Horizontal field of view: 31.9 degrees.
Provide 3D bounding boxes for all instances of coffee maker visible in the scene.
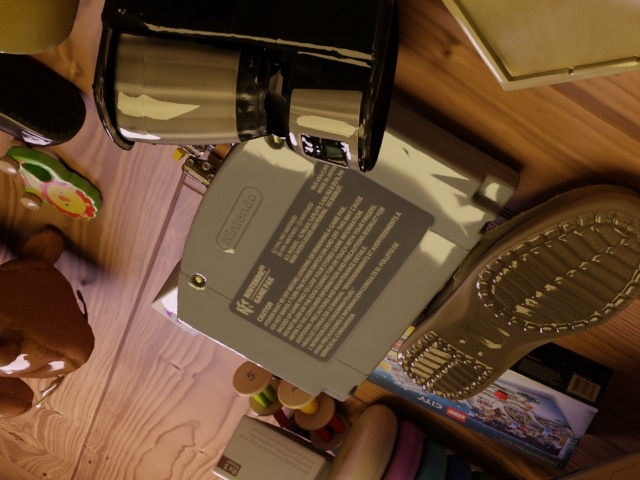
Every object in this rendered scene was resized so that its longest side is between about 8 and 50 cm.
[{"bbox_3d":[-0.041,-0.135,0.718,0.178,0.171,0.120,5,-174,6],"label":"coffee maker"}]

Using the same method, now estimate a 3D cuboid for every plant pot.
[{"bbox_3d":[-0.224,-0.213,0.796,0.134,0.134,0.095,33,128,-5],"label":"plant pot"}]

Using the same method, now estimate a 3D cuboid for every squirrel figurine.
[{"bbox_3d":[-0.482,0.079,1.377,0.371,0.281,0.397,-7,137,41],"label":"squirrel figurine"}]

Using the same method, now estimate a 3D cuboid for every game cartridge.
[{"bbox_3d":[0.000,0.000,0.896,0.198,0.062,0.297,33,133,-1],"label":"game cartridge"}]

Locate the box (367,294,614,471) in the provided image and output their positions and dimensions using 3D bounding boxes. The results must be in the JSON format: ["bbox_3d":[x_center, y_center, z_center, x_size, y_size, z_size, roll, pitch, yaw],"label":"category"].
[{"bbox_3d":[0.146,0.126,1.068,0.233,0.044,0.159,24,152,13],"label":"box"}]

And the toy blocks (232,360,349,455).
[{"bbox_3d":[-0.028,0.212,1.373,0.123,0.054,0.148,9,146,34],"label":"toy blocks"}]

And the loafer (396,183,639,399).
[{"bbox_3d":[0.153,0.028,0.856,0.102,0.092,0.268,35,136,-13],"label":"loafer"}]

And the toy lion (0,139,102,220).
[{"bbox_3d":[-0.284,-0.060,1.200,0.096,0.034,0.100,10,147,21],"label":"toy lion"}]

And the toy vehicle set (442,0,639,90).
[{"bbox_3d":[0.104,-0.194,0.583,0.166,0.035,0.267,-2,139,46],"label":"toy vehicle set"}]

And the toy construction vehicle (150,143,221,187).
[{"bbox_3d":[-0.123,-0.095,0.983,0.098,0.035,0.086,36,163,-5],"label":"toy construction vehicle"}]

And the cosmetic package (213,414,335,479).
[{"bbox_3d":[-0.042,0.286,1.401,0.117,0.085,0.231,27,171,13],"label":"cosmetic package"}]

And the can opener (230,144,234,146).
[{"bbox_3d":[-0.080,-0.123,0.878,0.059,0.073,0.186,-33,124,17],"label":"can opener"}]

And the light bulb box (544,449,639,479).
[{"bbox_3d":[0.220,0.399,0.987,0.225,0.357,0.361,-4,159,-41],"label":"light bulb box"}]

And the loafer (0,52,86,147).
[{"bbox_3d":[-0.325,-0.147,1.035,0.220,0.080,0.078,34,152,-7],"label":"loafer"}]

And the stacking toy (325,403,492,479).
[{"bbox_3d":[0.175,0.318,1.286,0.330,0.141,0.141,27,153,-6],"label":"stacking toy"}]

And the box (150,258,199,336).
[{"bbox_3d":[-0.080,0.023,1.097,0.063,0.067,0.324,37,151,-12],"label":"box"}]
